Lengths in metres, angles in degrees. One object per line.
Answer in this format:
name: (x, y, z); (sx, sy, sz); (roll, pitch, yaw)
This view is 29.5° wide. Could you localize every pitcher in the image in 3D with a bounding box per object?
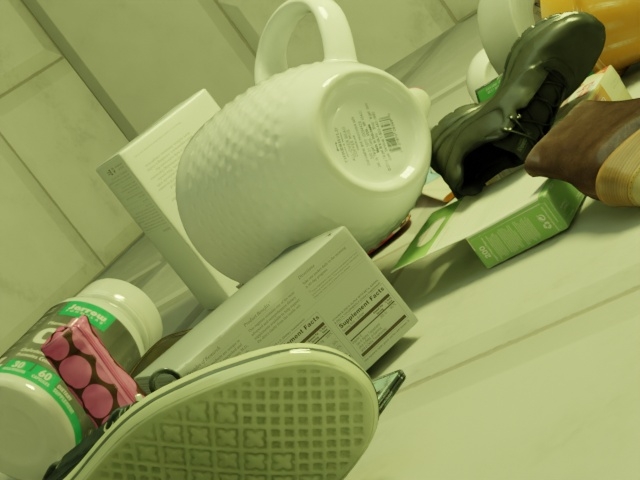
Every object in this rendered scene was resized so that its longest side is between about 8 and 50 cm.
pitcher: (0.297, -0.253, 2.094); (0.177, 0.125, 0.207); (-57, 0, 2)

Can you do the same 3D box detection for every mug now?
mug: (-0.014, -0.145, 1.633); (0.276, 0.374, 0.328); (-1, -12, -28)

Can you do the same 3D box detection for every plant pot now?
plant pot: (0.455, -0.344, 1.782); (0.188, 0.205, 0.205); (-7, 28, 39)

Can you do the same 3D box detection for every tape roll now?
tape roll: (0.347, -0.323, 1.909); (0.072, 0.219, 0.219); (-26, 15, 46)

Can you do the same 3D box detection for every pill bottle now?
pill bottle: (-0.421, 0.222, 2.044); (0.204, 0.204, 0.361); (-30, 13, 32)

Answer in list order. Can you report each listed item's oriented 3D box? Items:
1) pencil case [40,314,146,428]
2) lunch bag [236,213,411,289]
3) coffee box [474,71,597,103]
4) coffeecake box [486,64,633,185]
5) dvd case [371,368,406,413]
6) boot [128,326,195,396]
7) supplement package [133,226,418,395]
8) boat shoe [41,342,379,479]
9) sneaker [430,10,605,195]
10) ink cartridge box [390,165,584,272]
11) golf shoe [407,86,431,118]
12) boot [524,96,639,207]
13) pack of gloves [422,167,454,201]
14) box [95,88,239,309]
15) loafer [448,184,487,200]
pencil case: (-0.317, 0.206, 1.774); (0.095, 0.209, 0.098); (-38, -5, -30)
lunch bag: (0.000, 0.000, 1.931); (0.293, 0.120, 0.258); (-36, 15, 2)
coffee box: (0.321, -0.212, 1.745); (0.184, 0.040, 0.113); (3, -24, -43)
coffeecake box: (0.317, -0.145, 1.650); (0.185, 0.068, 0.142); (-27, 14, 39)
dvd case: (0.033, 0.185, 1.283); (0.087, 0.013, 0.119); (-26, 13, 43)
boot: (-0.216, 0.188, 1.878); (0.219, 0.082, 0.106); (-34, 8, 5)
supplement package: (-0.057, 0.129, 1.421); (0.262, 0.145, 0.204); (-40, 7, -22)
boat shoe: (-0.144, 0.226, 1.221); (0.500, 0.187, 0.156); (-36, 17, 30)
sneaker: (0.260, -0.163, 1.540); (0.286, 0.109, 0.130); (-49, 26, 19)
ink cartridge box: (0.215, -0.026, 1.497); (0.235, 0.056, 0.171); (-31, 12, 36)
golf shoe: (0.130, -0.186, 2.365); (0.306, 0.115, 0.140); (-47, 24, -20)
boot: (0.359, -0.144, 1.333); (0.248, 0.090, 0.207); (-47, 32, -11)
pack of gloves: (0.226, -0.126, 1.972); (0.195, 0.046, 0.232); (-39, 21, -12)
box: (-0.215, -0.071, 2.262); (0.215, 0.345, 0.168); (-41, 11, -23)
loafer: (0.254, -0.138, 1.788); (0.076, 0.078, 0.223); (-24, 17, 49)
